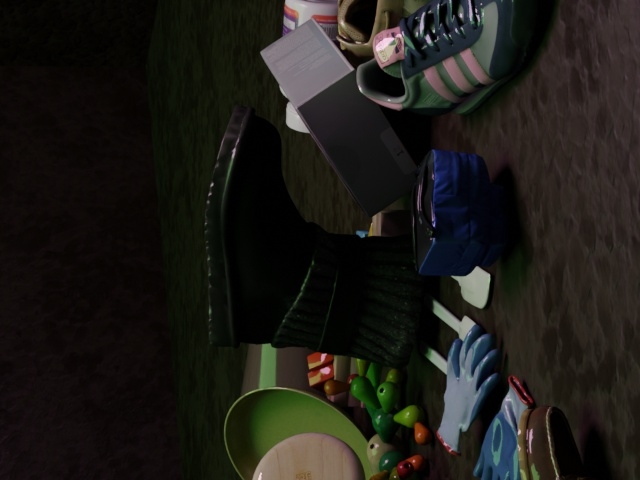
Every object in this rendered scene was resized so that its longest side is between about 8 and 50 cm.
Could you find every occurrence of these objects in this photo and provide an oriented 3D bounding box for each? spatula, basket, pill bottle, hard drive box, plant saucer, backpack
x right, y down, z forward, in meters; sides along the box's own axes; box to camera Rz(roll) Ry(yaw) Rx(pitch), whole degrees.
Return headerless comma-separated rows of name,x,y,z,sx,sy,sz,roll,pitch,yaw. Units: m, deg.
spatula,0.149,0.096,1.865,0.242,0.019,0.168,-143,52,-73
basket,-0.039,0.191,2.380,0.204,0.154,0.227,2,88,54
pill bottle,-0.003,-0.255,2.276,0.108,0.108,0.193,-118,30,-62
hard drive box,0.024,-0.158,2.034,0.181,0.089,0.232,55,-177,-28
plant saucer,-0.020,0.293,2.240,0.037,0.241,0.241,-51,-22,-48
backpack,0.145,-0.031,1.697,0.098,0.101,0.120,118,152,-60

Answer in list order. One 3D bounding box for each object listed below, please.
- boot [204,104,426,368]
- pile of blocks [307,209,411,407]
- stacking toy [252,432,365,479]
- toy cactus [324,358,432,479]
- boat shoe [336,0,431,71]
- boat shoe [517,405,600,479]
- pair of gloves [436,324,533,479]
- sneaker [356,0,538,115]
boot,0.000,-0.002,1.918,0.131,0.260,0.348,-81,-5,-51
pile of blocks,0.031,0.078,2.155,0.149,0.113,0.362,-105,20,-44
stacking toy,0.024,0.372,2.025,0.330,0.141,0.141,64,-168,-53
toy cactus,0.076,0.250,2.043,0.180,0.112,0.219,89,161,-47
boat shoe,0.072,-0.279,1.958,0.341,0.110,0.121,139,128,-72
boat shoe,0.231,0.247,1.452,0.073,0.073,0.207,-22,68,35
pair of gloves,0.178,0.193,1.711,0.198,0.023,0.159,-125,41,-52
sneaker,0.129,-0.207,1.682,0.319,0.131,0.112,124,143,-67
